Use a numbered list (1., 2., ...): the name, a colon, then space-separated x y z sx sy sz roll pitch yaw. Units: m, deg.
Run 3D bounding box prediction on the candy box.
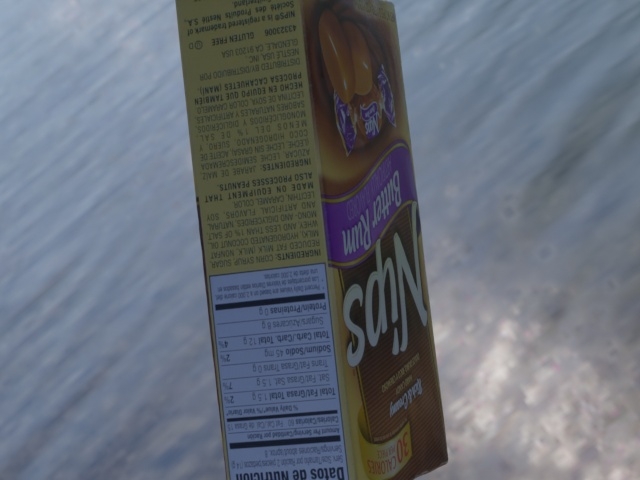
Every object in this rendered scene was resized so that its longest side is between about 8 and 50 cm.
1. candy box: 0.000 0.000 0.582 0.053 0.186 0.109 -6 -1 21
